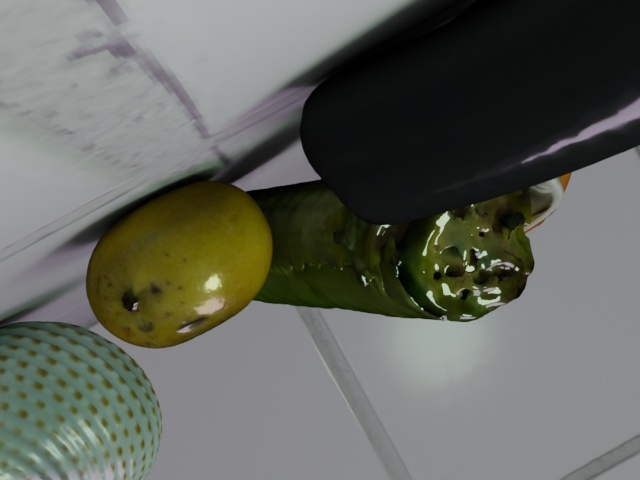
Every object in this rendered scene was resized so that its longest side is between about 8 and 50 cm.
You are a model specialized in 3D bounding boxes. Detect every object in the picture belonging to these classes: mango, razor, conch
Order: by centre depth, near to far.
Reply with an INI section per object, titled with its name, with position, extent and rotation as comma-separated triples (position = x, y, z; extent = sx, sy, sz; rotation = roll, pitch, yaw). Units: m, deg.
[razor]
position = 0.158, -0.113, 0.499
extent = 0.349, 0.113, 0.204
rotation = -28, -176, 29
[mango]
position = -0.100, 0.015, 0.700
extent = 0.137, 0.098, 0.195
rotation = -33, -174, -2
[conch]
position = -0.340, 0.202, 1.010
extent = 0.303, 0.215, 0.319
rotation = -29, 156, 30

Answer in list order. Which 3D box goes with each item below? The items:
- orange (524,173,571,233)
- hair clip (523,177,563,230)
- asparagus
[orange]
position = 0.178, -0.096, 1.052
extent = 0.193, 0.193, 0.161
rotation = -29, 145, 11
[hair clip]
position = 0.138, -0.091, 0.826
extent = 0.113, 0.172, 0.282
rotation = -20, 170, 6
[asparagus]
position = 0.000, 0.000, 0.770
extent = 0.128, 0.108, 0.382
rotation = -20, -170, -31
